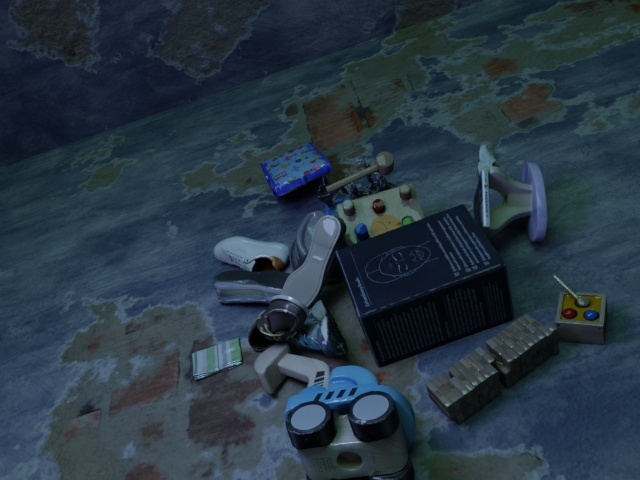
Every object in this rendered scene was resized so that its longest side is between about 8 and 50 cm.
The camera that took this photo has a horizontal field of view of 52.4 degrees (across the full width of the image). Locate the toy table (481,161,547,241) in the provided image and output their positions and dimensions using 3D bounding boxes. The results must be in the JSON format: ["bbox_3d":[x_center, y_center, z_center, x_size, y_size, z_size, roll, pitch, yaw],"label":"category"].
[{"bbox_3d":[0.568,-0.120,1.935,0.161,0.252,0.274,1,40,6],"label":"toy table"}]

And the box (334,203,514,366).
[{"bbox_3d":[0.278,0.118,1.785,0.396,0.211,0.293,-19,37,1],"label":"box"}]

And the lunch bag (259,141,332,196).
[{"bbox_3d":[-0.086,-0.253,2.418,0.221,0.138,0.293,-25,17,-5],"label":"lunch bag"}]

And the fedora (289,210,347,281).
[{"bbox_3d":[0.000,0.000,2.101,0.244,0.124,0.275,-10,50,13],"label":"fedora"}]

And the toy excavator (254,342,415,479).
[{"bbox_3d":[0.019,0.401,1.604,0.433,0.222,0.445,-12,24,14],"label":"toy excavator"}]

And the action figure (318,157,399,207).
[{"bbox_3d":[0.129,-0.193,2.228,0.276,0.140,0.164,-6,27,22],"label":"action figure"}]

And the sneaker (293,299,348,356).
[{"bbox_3d":[-0.007,0.269,1.806,0.122,0.110,0.283,-33,13,1],"label":"sneaker"}]

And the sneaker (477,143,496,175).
[{"bbox_3d":[0.582,-0.279,2.270,0.061,0.053,0.152,2,48,14],"label":"sneaker"}]

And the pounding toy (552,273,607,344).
[{"bbox_3d":[0.646,0.171,1.630,0.130,0.100,0.141,2,43,27],"label":"pounding toy"}]

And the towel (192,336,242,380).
[{"bbox_3d":[-0.310,0.349,1.941,0.152,0.023,0.113,-20,38,1],"label":"towel"}]

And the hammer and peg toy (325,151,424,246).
[{"bbox_3d":[0.181,-0.078,2.027,0.266,0.127,0.361,-17,67,3],"label":"hammer and peg toy"}]

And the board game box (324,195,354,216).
[{"bbox_3d":[0.117,-0.098,2.268,0.210,0.047,0.160,-9,38,17],"label":"board game box"}]

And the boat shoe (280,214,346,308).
[{"bbox_3d":[-0.011,0.081,1.936,0.112,0.095,0.335,29,98,22],"label":"boat shoe"}]

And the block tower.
[{"bbox_3d":[0.420,0.308,1.579,0.336,0.090,0.097,-30,38,-12],"label":"block tower"}]

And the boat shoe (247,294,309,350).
[{"bbox_3d":[-0.125,0.236,1.806,0.096,0.117,0.324,-59,9,-27],"label":"boat shoe"}]

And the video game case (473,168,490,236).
[{"bbox_3d":[0.471,-0.081,1.903,0.023,0.201,0.183,1,67,7],"label":"video game case"}]

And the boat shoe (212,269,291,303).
[{"bbox_3d":[-0.193,0.163,2.070,0.321,0.103,0.118,2,23,20],"label":"boat shoe"}]

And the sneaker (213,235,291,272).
[{"bbox_3d":[-0.253,0.060,2.202,0.290,0.105,0.123,1,40,25],"label":"sneaker"}]
